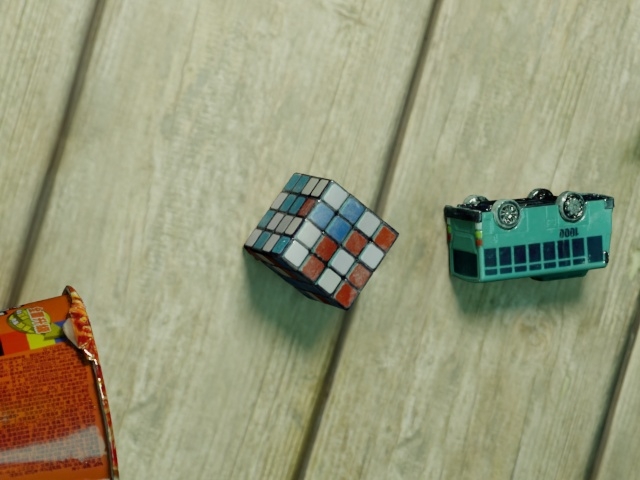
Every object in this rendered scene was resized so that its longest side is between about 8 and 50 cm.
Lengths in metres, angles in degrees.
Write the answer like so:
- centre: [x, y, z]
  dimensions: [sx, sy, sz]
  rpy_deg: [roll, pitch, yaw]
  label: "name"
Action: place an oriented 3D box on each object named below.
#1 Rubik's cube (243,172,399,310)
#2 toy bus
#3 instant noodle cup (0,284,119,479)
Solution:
- centre: [0.000, 0.000, 1.845]
  dimensions: [0.092, 0.092, 0.092]
  rpy_deg: [38, 80, -23]
  label: "Rubik's cube"
- centre: [0.213, -0.004, 1.951]
  dimensions: [0.160, 0.079, 0.092]
  rpy_deg: [-7, 98, -23]
  label: "toy bus"
- centre: [-0.289, 0.173, 1.660]
  dimensions: [0.192, 0.250, 0.250]
  rpy_deg: [-8, 99, -16]
  label: "instant noodle cup"
